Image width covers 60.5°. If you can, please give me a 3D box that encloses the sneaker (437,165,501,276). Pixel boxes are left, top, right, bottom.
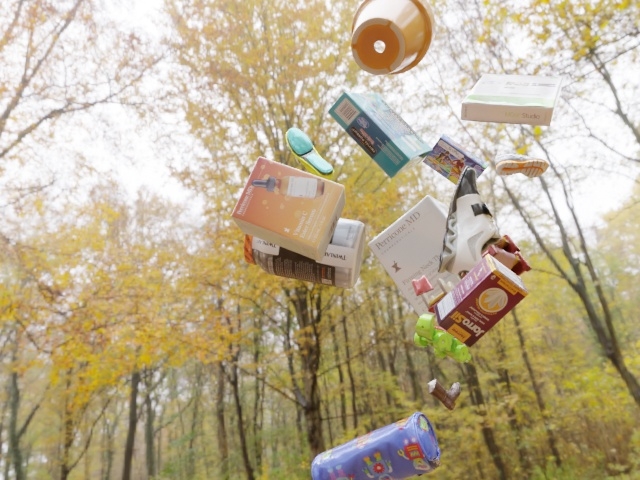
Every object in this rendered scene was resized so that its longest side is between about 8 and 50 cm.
[{"bbox_3d":[0.416,-0.048,1.493,0.146,0.330,0.122,11,-23,9],"label":"sneaker"}]

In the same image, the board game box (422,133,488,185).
[{"bbox_3d":[0.496,-0.285,2.025,0.201,0.035,0.136,36,-41,3],"label":"board game box"}]

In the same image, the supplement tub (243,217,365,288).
[{"bbox_3d":[-0.042,0.017,1.543,0.316,0.193,0.193,9,-23,10],"label":"supplement tub"}]

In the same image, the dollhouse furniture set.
[{"bbox_3d":[0.452,0.123,1.763,0.201,0.152,0.374,17,-51,-35],"label":"dollhouse furniture set"}]

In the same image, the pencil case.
[{"bbox_3d":[0.131,0.501,1.248,0.306,0.133,0.119,-31,4,22],"label":"pencil case"}]

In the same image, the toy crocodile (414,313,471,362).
[{"bbox_3d":[0.461,0.378,2.058,0.340,0.105,0.115,33,-21,-36],"label":"toy crocodile"}]

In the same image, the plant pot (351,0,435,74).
[{"bbox_3d":[0.158,-0.484,1.312,0.205,0.188,0.205,11,-54,15],"label":"plant pot"}]

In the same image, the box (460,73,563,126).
[{"bbox_3d":[0.544,-0.403,1.546,0.232,0.322,0.058,10,-59,24],"label":"box"}]

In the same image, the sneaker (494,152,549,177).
[{"bbox_3d":[0.762,-0.294,2.079,0.215,0.083,0.084,4,-46,-10],"label":"sneaker"}]

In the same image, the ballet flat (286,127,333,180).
[{"bbox_3d":[-0.040,-0.257,1.734,0.077,0.231,0.077,-26,-29,-25],"label":"ballet flat"}]

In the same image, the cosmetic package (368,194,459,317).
[{"bbox_3d":[0.472,0.077,2.283,0.329,0.393,0.327,-40,-17,17],"label":"cosmetic package"}]

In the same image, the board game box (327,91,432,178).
[{"bbox_3d":[0.185,-0.315,1.603,0.079,0.254,0.336,-45,-6,25],"label":"board game box"}]

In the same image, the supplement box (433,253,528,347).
[{"bbox_3d":[0.363,0.139,1.257,0.104,0.081,0.188,35,-68,-11],"label":"supplement box"}]

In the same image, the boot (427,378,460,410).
[{"bbox_3d":[0.394,0.470,1.754,0.114,0.106,0.037,42,-43,-14],"label":"boot"}]

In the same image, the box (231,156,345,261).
[{"bbox_3d":[-0.055,-0.057,1.011,0.170,0.130,0.091,20,-14,10],"label":"box"}]
